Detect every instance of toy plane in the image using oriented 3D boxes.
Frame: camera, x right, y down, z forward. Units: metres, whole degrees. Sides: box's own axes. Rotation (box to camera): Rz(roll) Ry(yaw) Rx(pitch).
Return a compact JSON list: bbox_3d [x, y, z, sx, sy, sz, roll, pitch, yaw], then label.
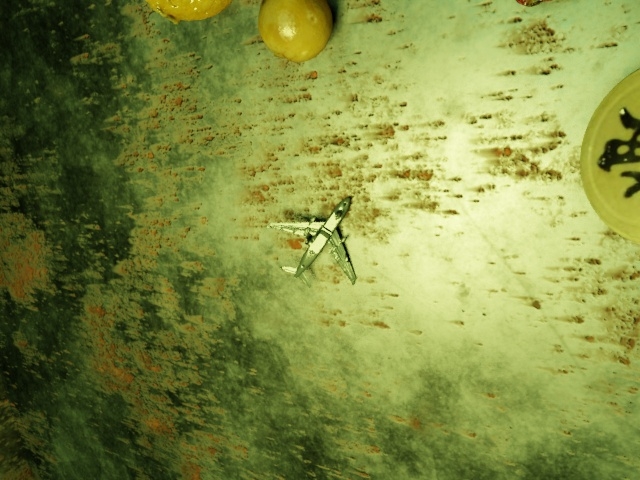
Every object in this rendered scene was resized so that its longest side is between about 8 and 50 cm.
[{"bbox_3d":[-0.002,0.003,1.123,0.225,0.058,0.226,34,122,-2],"label":"toy plane"}]

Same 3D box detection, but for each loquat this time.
[{"bbox_3d":[-0.049,-0.396,0.967,0.141,0.141,0.141,10,112,27],"label":"loquat"}]

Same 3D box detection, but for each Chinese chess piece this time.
[{"bbox_3d":[0.476,-0.114,0.706,0.257,0.104,0.258,2,92,63],"label":"Chinese chess piece"}]

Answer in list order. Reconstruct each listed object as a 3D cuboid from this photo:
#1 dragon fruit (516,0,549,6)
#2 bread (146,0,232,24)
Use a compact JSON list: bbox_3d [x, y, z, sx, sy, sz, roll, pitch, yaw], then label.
[{"bbox_3d":[0.364,-0.425,0.733,0.246,0.125,0.125,-32,76,20],"label":"dragon fruit"},{"bbox_3d":[-0.249,-0.542,1.002,0.240,0.239,0.139,-56,34,32],"label":"bread"}]
